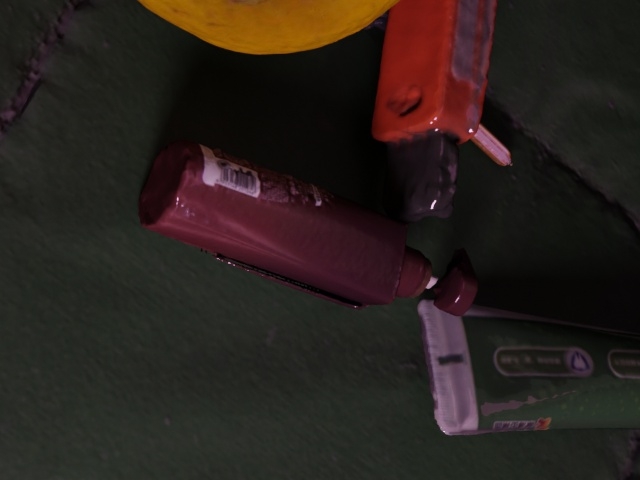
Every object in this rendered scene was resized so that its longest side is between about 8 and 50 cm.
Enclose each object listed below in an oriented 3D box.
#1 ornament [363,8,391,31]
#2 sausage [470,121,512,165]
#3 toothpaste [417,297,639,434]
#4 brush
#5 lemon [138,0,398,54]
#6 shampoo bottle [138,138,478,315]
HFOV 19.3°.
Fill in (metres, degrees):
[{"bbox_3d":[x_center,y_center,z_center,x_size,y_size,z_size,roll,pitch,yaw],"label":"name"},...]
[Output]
[{"bbox_3d":[0.064,-0.172,1.342,0.125,0.028,0.073,16,63,-30],"label":"ornament"},{"bbox_3d":[0.103,-0.086,1.345,0.100,0.015,0.015,41,53,-18],"label":"sausage"},{"bbox_3d":[0.237,0.102,1.344,0.392,0.061,0.098,6,61,-29],"label":"toothpaste"},{"bbox_3d":[0.082,-0.162,1.294,0.051,0.070,0.323,25,62,-31],"label":"brush"},{"bbox_3d":[-0.029,-0.257,1.166,0.245,0.245,0.320,30,43,-24],"label":"lemon"},{"bbox_3d":[-0.001,-0.001,1.202,0.236,0.067,0.068,21,66,-29],"label":"shampoo bottle"}]
